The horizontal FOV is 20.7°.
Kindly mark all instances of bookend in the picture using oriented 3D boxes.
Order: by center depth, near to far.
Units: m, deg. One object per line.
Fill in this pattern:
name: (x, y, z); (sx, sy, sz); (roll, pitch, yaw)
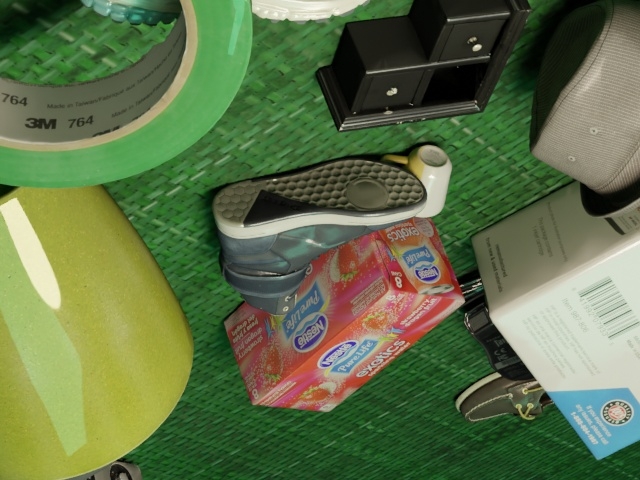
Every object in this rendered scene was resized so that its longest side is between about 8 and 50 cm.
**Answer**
bookend: (0.095, -0.184, 1.641); (0.156, 0.072, 0.157); (-9, 149, -21)

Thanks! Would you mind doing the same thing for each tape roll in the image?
tape roll: (-0.212, -0.179, 1.324); (0.321, 0.077, 0.321); (-2, 136, -2)

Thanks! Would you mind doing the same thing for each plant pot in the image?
plant pot: (-0.278, 0.025, 1.606); (0.274, 0.275, 0.293); (-17, 136, -6)

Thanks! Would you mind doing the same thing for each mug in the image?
mug: (0.105, -0.067, 1.873); (0.078, 0.062, 0.064); (-13, 144, -28)

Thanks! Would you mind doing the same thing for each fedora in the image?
fedora: (0.287, -0.154, 1.719); (0.124, 0.244, 0.275); (20, 149, -11)

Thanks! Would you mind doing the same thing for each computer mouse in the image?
computer mouse: (0.267, 0.082, 2.250); (0.184, 0.060, 0.262); (-26, 140, 19)

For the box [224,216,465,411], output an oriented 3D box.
box: (0.024, 0.082, 2.010); (0.128, 0.123, 0.257); (10, 140, -43)

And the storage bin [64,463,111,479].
storage bin: (-0.305, 0.224, 2.046); (0.091, 0.135, 0.098); (-25, 154, -16)

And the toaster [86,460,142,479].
toaster: (-0.339, 0.363, 2.279); (0.185, 0.110, 0.168); (-34, 149, 24)

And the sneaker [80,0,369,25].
sneaker: (-0.053, -0.245, 1.399); (0.283, 0.110, 0.122); (-11, 147, -19)

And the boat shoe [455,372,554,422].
boat shoe: (0.305, 0.213, 2.488); (0.227, 0.069, 0.081); (-23, 152, 3)

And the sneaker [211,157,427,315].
sneaker: (-0.001, -0.001, 1.869); (0.226, 0.086, 0.163); (-7, 140, -6)

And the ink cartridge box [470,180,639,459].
ink cartridge box: (0.421, 0.041, 2.056); (0.395, 0.166, 0.285); (-28, 125, 15)
